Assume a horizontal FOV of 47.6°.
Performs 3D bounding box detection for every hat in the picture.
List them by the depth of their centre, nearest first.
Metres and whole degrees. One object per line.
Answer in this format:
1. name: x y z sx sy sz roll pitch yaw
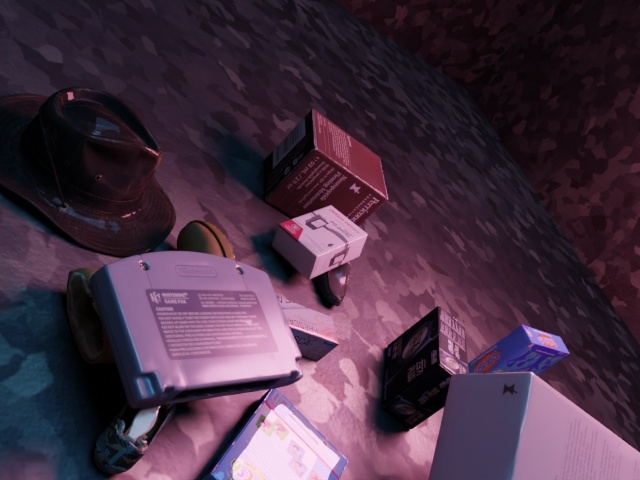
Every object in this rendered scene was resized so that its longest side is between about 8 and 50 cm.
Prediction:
1. hat: -0.336 -0.143 1.109 0.331 0.134 0.331 35 28 -22

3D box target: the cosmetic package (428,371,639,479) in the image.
1. cosmetic package: 0.392 0.416 1.230 0.453 0.161 0.230 36 60 -32

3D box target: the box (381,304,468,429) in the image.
1. box: 0.194 0.232 1.344 0.077 0.147 0.180 40 28 -14

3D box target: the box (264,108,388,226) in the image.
1. box: 0.009 -0.134 1.550 0.203 0.168 0.167 32 30 -25

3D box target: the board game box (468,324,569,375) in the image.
1. board game box: 0.390 0.264 1.514 0.160 0.210 0.047 18 39 -42

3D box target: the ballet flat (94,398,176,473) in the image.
1. ballet flat: -0.209 0.208 0.892 0.070 0.070 0.188 41 27 -11

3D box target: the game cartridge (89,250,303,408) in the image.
1. game cartridge: -0.156 0.109 0.957 0.297 0.062 0.198 7 48 -53

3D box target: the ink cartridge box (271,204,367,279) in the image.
1. ink cartridge box: 0.000 0.000 1.401 0.109 0.063 0.150 40 41 26

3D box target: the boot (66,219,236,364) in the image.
1. boot: -0.233 0.058 1.034 0.269 0.089 0.236 6 47 -50

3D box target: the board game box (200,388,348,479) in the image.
1. board game box: -0.056 0.316 0.990 0.160 0.039 0.211 46 26 -1

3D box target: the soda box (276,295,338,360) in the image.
1. soda box: -0.056 0.141 1.207 0.183 0.058 0.063 25 34 -37

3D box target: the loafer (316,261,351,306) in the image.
1. loafer: 0.032 0.059 1.440 0.062 0.061 0.170 33 30 -26

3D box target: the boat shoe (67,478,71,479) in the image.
1. boat shoe: -0.209 0.337 0.722 0.207 0.073 0.073 45 67 4
